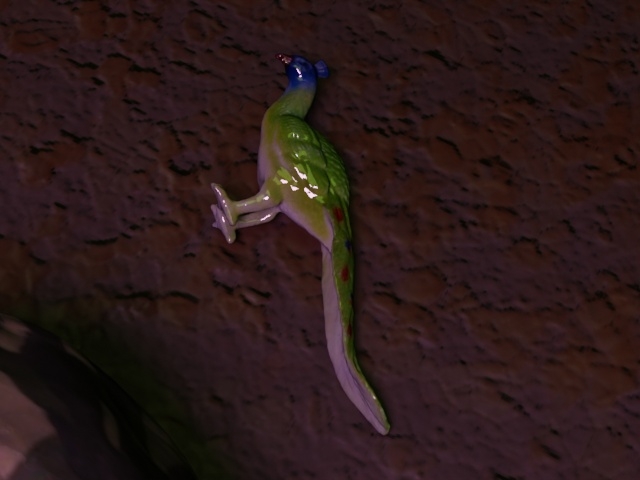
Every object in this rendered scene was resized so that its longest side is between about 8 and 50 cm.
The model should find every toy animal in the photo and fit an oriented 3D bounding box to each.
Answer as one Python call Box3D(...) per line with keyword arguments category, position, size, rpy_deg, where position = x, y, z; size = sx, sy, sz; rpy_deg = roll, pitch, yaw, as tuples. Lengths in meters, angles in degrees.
Box3D(category="toy animal", position=(-0.017, 0.000, 0.707), size=(0.075, 0.041, 0.216), rpy_deg=(-5, 66, -9))

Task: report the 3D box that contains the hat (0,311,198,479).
Box3D(category="hat", position=(-0.059, 0.163, 0.467), size=(0.382, 0.257, 0.366), rpy_deg=(6, 40, 16))
